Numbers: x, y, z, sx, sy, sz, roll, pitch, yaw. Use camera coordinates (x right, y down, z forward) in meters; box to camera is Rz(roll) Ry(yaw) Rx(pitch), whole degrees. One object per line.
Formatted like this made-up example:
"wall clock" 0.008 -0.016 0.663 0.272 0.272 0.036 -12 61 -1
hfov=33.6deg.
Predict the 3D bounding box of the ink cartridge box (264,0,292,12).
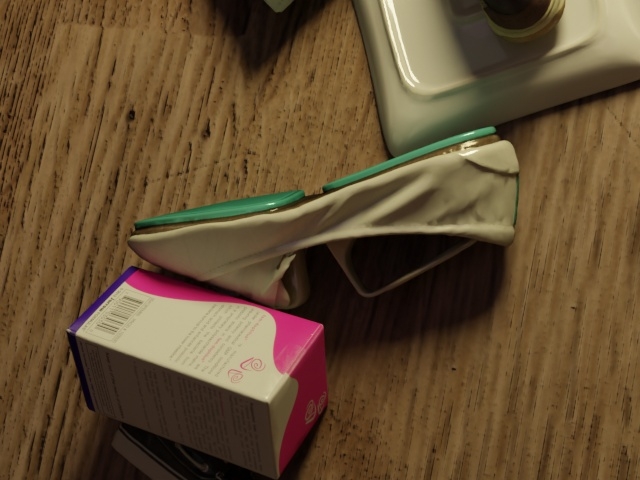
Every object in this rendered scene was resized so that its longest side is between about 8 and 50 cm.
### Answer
"ink cartridge box" -0.029 -0.375 1.127 0.206 0.045 0.208 -43 56 8

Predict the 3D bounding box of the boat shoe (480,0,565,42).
"boat shoe" 0.152 -0.325 0.992 0.103 0.092 0.285 -19 72 17

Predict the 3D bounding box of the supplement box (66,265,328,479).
"supplement box" -0.114 0.122 1.016 0.220 0.114 0.111 15 41 24

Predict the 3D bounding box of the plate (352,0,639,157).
"plate" 0.162 -0.251 1.048 0.277 0.045 0.278 -18 72 17

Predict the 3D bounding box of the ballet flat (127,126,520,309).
"ballet flat" 0.000 0.000 1.023 0.400 0.139 0.139 -14 74 17

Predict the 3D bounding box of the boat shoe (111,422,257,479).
"boat shoe" -0.111 0.220 1.035 0.219 0.078 0.070 27 91 25
